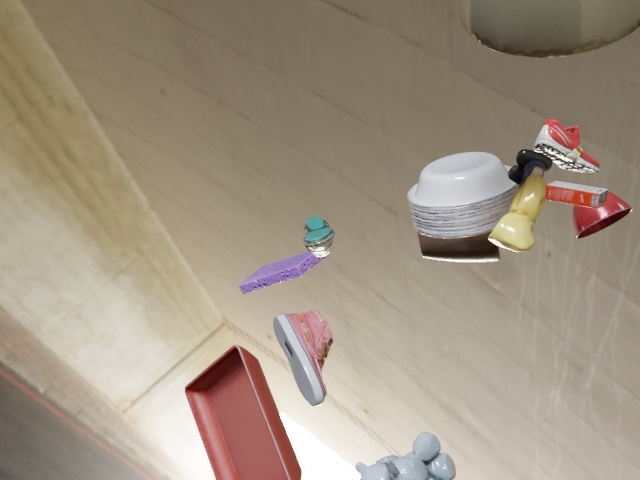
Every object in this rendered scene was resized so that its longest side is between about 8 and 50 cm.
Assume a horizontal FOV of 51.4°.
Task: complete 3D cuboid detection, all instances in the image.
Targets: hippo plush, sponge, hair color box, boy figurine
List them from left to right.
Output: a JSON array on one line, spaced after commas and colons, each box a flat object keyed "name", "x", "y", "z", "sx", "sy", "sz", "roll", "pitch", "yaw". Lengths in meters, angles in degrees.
[{"name": "sponge", "x": -0.094, "y": 0.074, "z": 1.646, "sx": 0.210, "sy": 0.117, "sz": 0.031, "roll": -18, "pitch": -78, "yaw": 39}, {"name": "hippo plush", "x": 0.237, "y": 0.716, "z": 1.923, "sx": 0.237, "sy": 0.294, "sz": 0.234, "roll": -36, "pitch": -105, "yaw": 36}, {"name": "boy figurine", "x": 0.428, "y": -0.069, "z": 1.432, "sx": 0.092, "sy": 0.285, "sz": 0.177, "roll": 24, "pitch": -41, "yaw": 9}, {"name": "hair color box", "x": 0.679, "y": -0.123, "z": 1.770, "sx": 0.141, "sy": 0.072, "sz": 0.043, "roll": 15, "pitch": -67, "yaw": 37}]

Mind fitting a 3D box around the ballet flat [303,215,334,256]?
[{"name": "ballet flat", "x": 0.000, "y": 0.000, "z": 1.383, "sx": 0.070, "sy": 0.070, "sz": 0.188, "roll": 52, "pitch": 10, "yaw": -13}]

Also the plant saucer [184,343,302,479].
[{"name": "plant saucer", "x": -0.133, "y": 0.333, "z": 1.154, "sx": 0.258, "sy": 0.048, "sz": 0.258, "roll": -43, "pitch": -115, "yaw": 48}]

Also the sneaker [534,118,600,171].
[{"name": "sneaker", "x": 0.760, "y": -0.283, "z": 2.002, "sx": 0.279, "sy": 0.118, "sz": 0.107, "roll": 22, "pitch": -7, "yaw": -36}]

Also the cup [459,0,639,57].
[{"name": "cup", "x": 0.391, "y": -0.500, "z": 1.104, "sx": 0.331, "sy": 0.331, "sz": 0.236, "roll": 35, "pitch": -22, "yaw": 36}]

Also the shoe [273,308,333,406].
[{"name": "shoe", "x": -0.010, "y": 0.184, "z": 1.087, "sx": 0.063, "sy": 0.081, "sz": 0.178, "roll": 101, "pitch": -31, "yaw": -42}]

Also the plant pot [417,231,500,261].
[{"name": "plant pot", "x": 0.425, "y": -0.021, "z": 2.084, "sx": 0.215, "sy": 0.231, "sz": 0.215, "roll": -11, "pitch": 90, "yaw": -79}]

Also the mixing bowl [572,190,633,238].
[{"name": "mixing bowl", "x": 0.847, "y": -0.091, "z": 2.044, "sx": 0.181, "sy": 0.182, "sz": 0.098, "roll": 98, "pitch": -31, "yaw": -68}]

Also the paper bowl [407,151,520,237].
[{"name": "paper bowl", "x": 0.360, "y": -0.127, "z": 1.676, "sx": 0.284, "sy": 0.284, "sz": 0.148, "roll": 21, "pitch": -49, "yaw": 56}]
